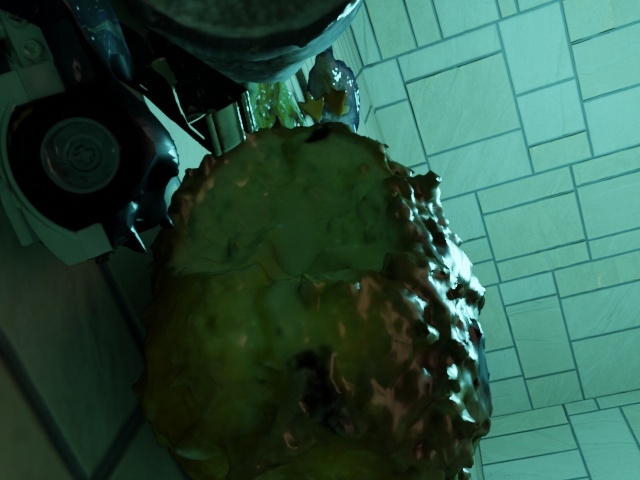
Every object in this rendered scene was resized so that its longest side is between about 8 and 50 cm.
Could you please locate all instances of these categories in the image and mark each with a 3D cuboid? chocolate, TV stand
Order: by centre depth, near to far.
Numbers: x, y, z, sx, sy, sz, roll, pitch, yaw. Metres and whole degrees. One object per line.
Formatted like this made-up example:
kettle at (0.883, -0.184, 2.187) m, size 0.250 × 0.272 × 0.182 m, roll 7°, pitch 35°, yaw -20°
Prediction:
TV stand at (-0.129, -0.138, 0.517) m, size 0.249 × 0.042 × 0.036 m, roll 40°, pitch -29°, yaw 43°
chocolate at (-0.089, -0.315, 0.717) m, size 0.213 × 0.303 × 0.303 m, roll 113°, pitch -36°, yaw -80°

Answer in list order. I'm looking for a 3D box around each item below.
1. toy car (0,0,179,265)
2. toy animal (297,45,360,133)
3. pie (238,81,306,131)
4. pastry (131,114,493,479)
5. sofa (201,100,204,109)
toy car at (-0.186, -0.132, 0.406) m, size 0.193 × 0.118 × 0.301 m, roll -127°, pitch -166°, yaw -76°
toy animal at (0.027, -0.324, 1.394) m, size 0.185 × 0.122 × 0.298 m, roll -85°, pitch 156°, yaw -55°
pie at (-0.065, -0.144, 0.961) m, size 0.302 × 0.067 × 0.302 m, roll -14°, pitch 90°, yaw -73°
pastry at (0.007, 0.089, 0.563) m, size 0.405 × 0.293 × 0.337 m, roll -100°, pitch 179°, yaw -58°
sofa at (-0.142, -0.225, 0.824) m, size 0.060 × 0.039 × 0.118 m, roll 59°, pitch 22°, yaw -43°
